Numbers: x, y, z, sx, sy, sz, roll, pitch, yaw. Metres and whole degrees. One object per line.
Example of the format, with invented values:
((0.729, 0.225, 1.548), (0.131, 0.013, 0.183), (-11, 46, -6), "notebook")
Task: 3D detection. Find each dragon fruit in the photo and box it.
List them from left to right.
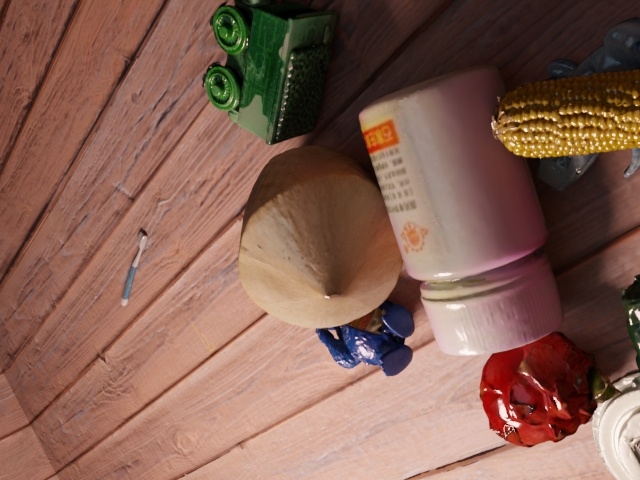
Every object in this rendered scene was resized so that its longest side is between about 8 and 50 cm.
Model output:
((0.332, 0.226, 1.023), (0.209, 0.172, 0.172), (-41, 78, 31), "dragon fruit")

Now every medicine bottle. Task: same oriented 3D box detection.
((0.213, -0.044, 0.993), (0.219, 0.219, 0.388), (-14, 97, 43), "medicine bottle")

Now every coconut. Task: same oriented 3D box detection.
((0.000, 0.000, 1.125), (0.328, 0.328, 0.329), (16, 116, 36), "coconut")

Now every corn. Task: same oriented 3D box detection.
((0.355, -0.153, 0.801), (0.293, 0.106, 0.106), (2, 107, 32), "corn")

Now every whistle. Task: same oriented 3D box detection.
((0.368, -0.182, 0.889), (0.180, 0.093, 0.269), (34, 127, 21), "whistle")

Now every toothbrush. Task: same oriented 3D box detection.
((-0.508, 0.080, 1.810), (0.025, 0.019, 0.276), (47, 131, 25), "toothbrush")

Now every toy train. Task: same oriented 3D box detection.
((-0.097, -0.320, 1.209), (0.201, 0.145, 0.266), (31, 127, 26), "toy train")

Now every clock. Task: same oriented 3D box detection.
((0.512, 0.308, 0.977), (0.236, 0.053, 0.237), (18, 118, 36), "clock")

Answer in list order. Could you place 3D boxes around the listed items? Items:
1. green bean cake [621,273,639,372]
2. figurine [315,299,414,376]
((0.517, 0.026, 0.788), (0.300, 0.169, 0.308), (-14, 95, 42), "green bean cake")
((0.083, 0.163, 1.263), (0.262, 0.120, 0.164), (34, 102, 55), "figurine")
